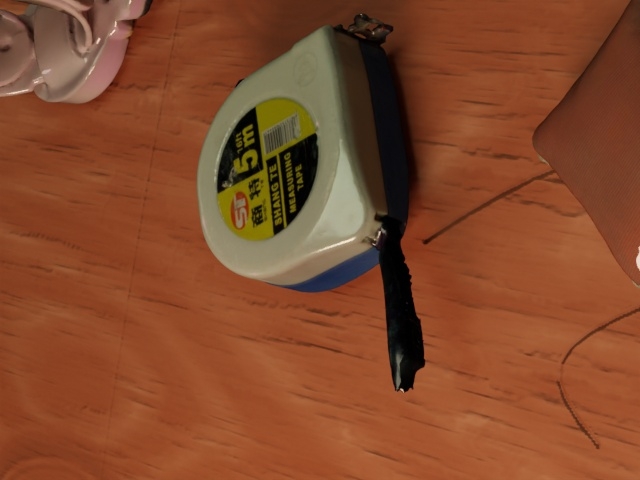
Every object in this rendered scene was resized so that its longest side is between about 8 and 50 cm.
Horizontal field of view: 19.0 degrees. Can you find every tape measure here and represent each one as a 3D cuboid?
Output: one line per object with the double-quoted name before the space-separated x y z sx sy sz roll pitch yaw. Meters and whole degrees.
"tape measure" 0.000 0.000 1.662 0.215 0.098 0.351 -28 58 38

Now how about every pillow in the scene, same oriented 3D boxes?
"pillow" 0.247 -0.079 1.434 0.171 0.075 0.179 -58 42 28

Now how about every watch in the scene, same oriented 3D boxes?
"watch" -0.309 -0.267 1.969 0.244 0.231 0.196 -37 53 40
